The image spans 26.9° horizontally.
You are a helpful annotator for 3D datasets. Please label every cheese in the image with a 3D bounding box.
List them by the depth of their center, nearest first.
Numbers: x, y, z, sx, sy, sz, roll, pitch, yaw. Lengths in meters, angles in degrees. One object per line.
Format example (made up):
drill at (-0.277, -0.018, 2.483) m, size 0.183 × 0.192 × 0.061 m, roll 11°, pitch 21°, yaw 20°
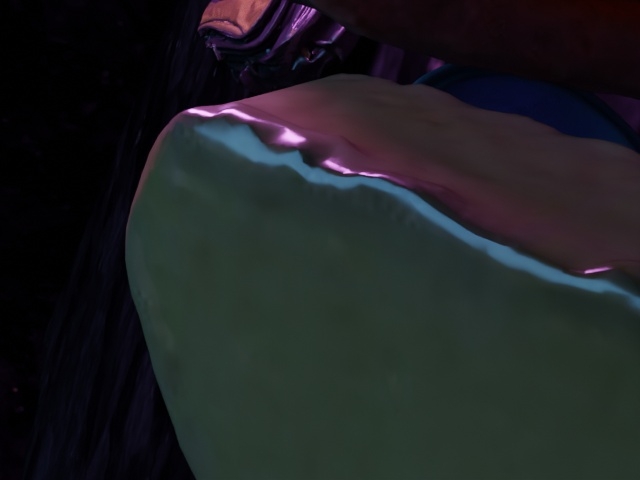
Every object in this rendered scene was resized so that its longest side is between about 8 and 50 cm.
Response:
cheese at (0.084, 0.143, 0.464) m, size 0.384 × 0.104 × 0.384 m, roll 22°, pitch 123°, yaw 40°

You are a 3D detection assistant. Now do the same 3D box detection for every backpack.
backpack at (-0.017, -0.242, 1.379) m, size 0.206 × 0.133 × 0.258 m, roll -66°, pitch 22°, yaw 0°

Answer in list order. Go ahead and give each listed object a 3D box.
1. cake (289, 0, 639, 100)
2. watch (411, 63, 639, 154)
cake at (0.087, -0.206, 0.609) m, size 0.230 × 0.308 × 0.237 m, roll 45°, pitch 121°, yaw 61°
watch at (0.083, 0.011, 0.664) m, size 0.211 × 0.210 × 0.193 m, roll 129°, pitch 134°, yaw -55°
